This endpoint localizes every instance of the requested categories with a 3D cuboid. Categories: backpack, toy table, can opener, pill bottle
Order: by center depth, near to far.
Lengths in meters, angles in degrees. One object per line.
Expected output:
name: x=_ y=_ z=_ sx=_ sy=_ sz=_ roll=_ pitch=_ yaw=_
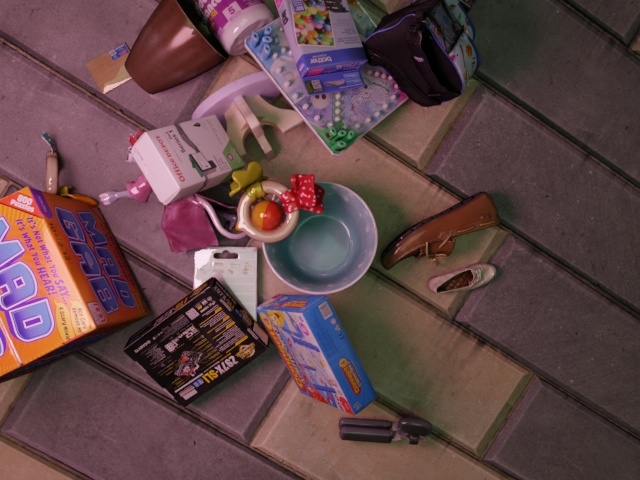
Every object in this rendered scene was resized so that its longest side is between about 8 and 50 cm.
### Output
backpack: x=0.282 y=-0.494 z=1.292 sx=0.213 sy=0.277 sz=0.263 roll=-47 pitch=115 yaw=-15
pill bottle: x=-0.273 y=-0.672 z=1.325 sx=0.169 sy=0.169 sz=0.301 roll=-36 pitch=91 yaw=-1
toy table: x=-0.193 y=-0.326 z=1.345 sx=0.274 sy=0.252 sz=0.160 roll=-32 pitch=79 yaw=10
can opener: x=0.197 y=0.575 z=1.513 sx=0.281 sy=0.074 sz=0.093 roll=2 pitch=111 yaw=-2

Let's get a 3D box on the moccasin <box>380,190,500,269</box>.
moccasin: x=0.356 y=-0.005 z=1.457 sx=0.380 sy=0.139 sz=0.146 roll=-26 pitch=87 yaw=-11

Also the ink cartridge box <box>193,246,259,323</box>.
ink cartridge box: x=-0.279 y=0.135 z=1.458 sx=0.189 sy=0.066 sz=0.232 roll=1 pitch=86 yaw=-4

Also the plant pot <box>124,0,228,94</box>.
plant pot: x=-0.409 y=-0.512 z=1.330 sx=0.231 sy=0.215 sz=0.215 roll=-34 pitch=96 yaw=13

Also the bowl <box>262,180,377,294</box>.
bowl: x=0.000 y=0.000 z=1.390 sx=0.312 sy=0.163 sz=0.311 roll=0 pitch=83 yaw=2

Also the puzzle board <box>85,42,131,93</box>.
puzzle board: x=-0.589 y=-0.490 z=1.400 sx=0.128 sy=0.011 sz=0.096 roll=-30 pitch=95 yaw=-2

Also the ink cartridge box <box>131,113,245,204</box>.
ink cartridge box: x=-0.322 y=-0.203 z=1.209 sx=0.093 sy=0.219 sz=0.160 roll=-30 pitch=93 yaw=43

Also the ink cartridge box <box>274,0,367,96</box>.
ink cartridge box: x=0.005 y=-0.543 z=1.284 sx=0.186 sy=0.065 sz=0.310 roll=-17 pitch=88 yaw=-24

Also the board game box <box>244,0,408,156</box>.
board game box: x=0.057 y=-0.492 z=1.355 sx=0.390 sy=0.050 sz=0.390 roll=-42 pitch=97 yaw=-24

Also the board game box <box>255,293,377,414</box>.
board game box: x=-0.021 y=0.300 z=1.351 sx=0.086 sy=0.302 sz=0.308 roll=-31 pitch=100 yaw=-28

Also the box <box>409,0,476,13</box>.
box: x=0.351 y=-0.684 z=1.336 sx=0.142 sy=0.247 sz=0.163 roll=30 pitch=92 yaw=-5

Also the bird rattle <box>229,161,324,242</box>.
bird rattle: x=-0.121 y=-0.094 z=1.292 sx=0.254 sy=0.143 sz=0.206 roll=16 pitch=94 yaw=-7

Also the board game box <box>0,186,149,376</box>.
board game box: x=-0.724 y=0.125 z=1.241 sx=0.357 sy=0.356 sz=0.356 roll=-27 pitch=87 yaw=-2

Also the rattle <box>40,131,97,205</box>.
rattle: x=-0.714 y=-0.205 z=1.386 sx=0.143 sy=0.130 sz=0.199 roll=-3 pitch=68 yaw=-15

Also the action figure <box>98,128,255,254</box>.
action figure: x=-0.383 y=-0.126 z=1.296 sx=0.248 sy=0.276 sz=0.370 roll=-55 pitch=132 yaw=-34

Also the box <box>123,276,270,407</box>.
box: x=-0.351 y=0.295 z=1.404 sx=0.322 sy=0.079 sz=0.257 roll=-36 pitch=109 yaw=8

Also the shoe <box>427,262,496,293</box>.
shoe: x=0.440 y=0.123 z=1.503 sx=0.219 sy=0.058 sz=0.076 roll=-15 pitch=96 yaw=-3
